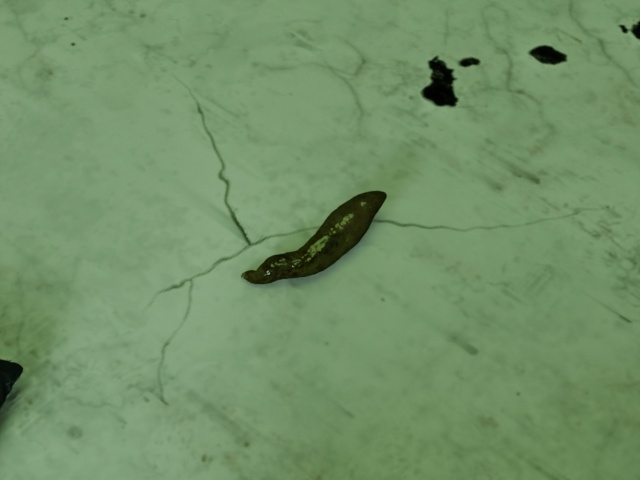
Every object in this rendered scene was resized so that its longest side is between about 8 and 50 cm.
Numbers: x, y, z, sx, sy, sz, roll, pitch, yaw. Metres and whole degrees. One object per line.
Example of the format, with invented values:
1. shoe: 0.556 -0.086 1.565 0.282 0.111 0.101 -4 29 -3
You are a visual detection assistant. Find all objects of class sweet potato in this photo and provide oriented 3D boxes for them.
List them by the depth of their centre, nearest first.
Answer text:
1. sweet potato: 0.003 0.003 1.152 0.153 0.038 0.041 -33 37 -16

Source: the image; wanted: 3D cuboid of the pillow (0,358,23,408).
1. pillow: -0.356 0.123 1.030 0.208 0.055 0.141 14 60 10
